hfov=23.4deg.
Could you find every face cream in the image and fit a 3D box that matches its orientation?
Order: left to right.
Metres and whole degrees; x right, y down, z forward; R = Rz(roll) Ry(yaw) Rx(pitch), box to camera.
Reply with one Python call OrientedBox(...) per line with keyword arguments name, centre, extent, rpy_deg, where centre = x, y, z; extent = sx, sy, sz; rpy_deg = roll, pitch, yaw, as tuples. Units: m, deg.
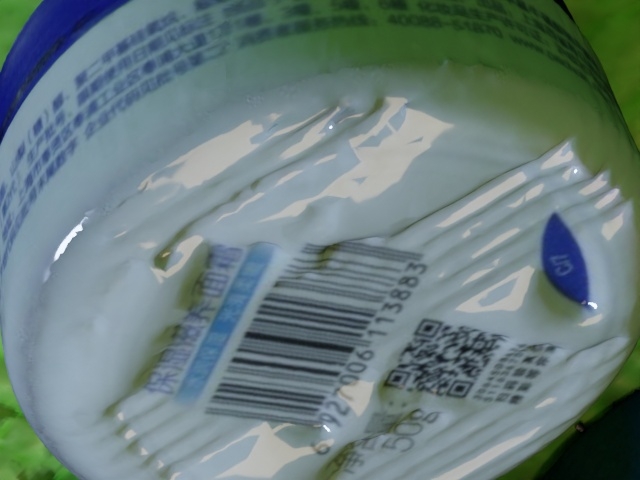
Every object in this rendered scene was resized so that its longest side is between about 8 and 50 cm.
OrientedBox(name="face cream", centre=(0.000, 0.000, 0.488), extent=(0.205, 0.111, 0.206), rpy_deg=(-9, 135, -10))

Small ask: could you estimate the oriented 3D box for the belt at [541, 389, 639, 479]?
OrientedBox(name="belt", centre=(0.308, 0.187, 0.714), extent=(0.436, 0.173, 0.300), rpy_deg=(9, 128, -24))
